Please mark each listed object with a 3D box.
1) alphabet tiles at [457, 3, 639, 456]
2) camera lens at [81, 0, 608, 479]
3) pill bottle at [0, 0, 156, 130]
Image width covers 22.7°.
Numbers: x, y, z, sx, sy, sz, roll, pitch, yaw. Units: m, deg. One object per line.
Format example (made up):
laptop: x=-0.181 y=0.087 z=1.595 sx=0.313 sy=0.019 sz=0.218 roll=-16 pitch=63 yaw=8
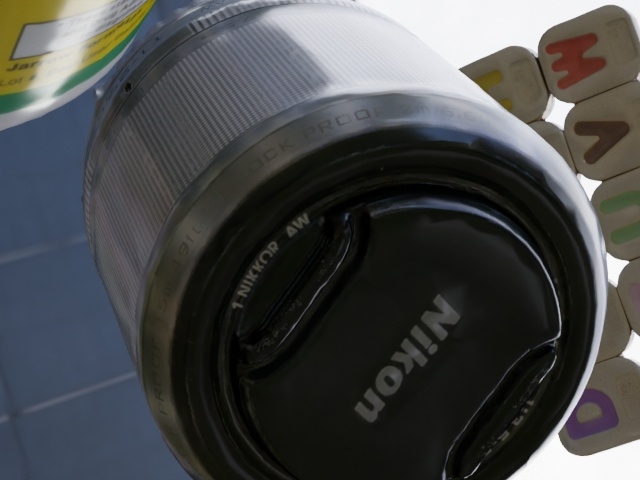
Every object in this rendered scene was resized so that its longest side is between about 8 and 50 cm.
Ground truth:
alphabet tiles: x=0.187 y=-0.008 z=1.070 sx=0.278 sy=0.021 sz=0.284 roll=-21 pitch=-102 yaw=21
camera lens: x=0.000 y=0.000 z=0.800 sx=0.274 sy=0.219 sz=0.219 roll=-126 pitch=-143 yaw=-62
pill bottle: x=-0.058 y=-0.116 z=0.292 sx=0.118 sy=0.117 sz=0.208 roll=61 pitch=-33 yaw=14
